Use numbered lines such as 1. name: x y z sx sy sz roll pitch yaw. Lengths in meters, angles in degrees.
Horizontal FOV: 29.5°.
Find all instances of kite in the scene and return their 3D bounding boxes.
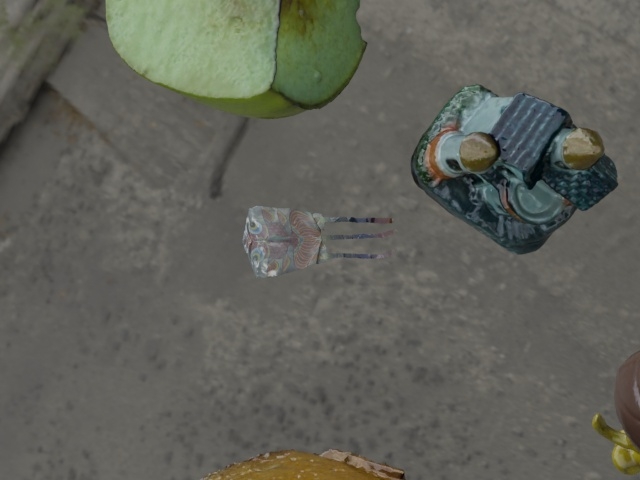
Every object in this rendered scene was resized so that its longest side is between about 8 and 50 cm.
1. kite: 0.000 0.002 1.785 0.229 0.016 0.127 0 60 -3

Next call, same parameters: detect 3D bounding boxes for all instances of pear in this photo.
1. pear: -0.096 -0.250 1.263 0.292 0.159 0.292 -4 80 25

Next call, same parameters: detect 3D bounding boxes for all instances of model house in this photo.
1. model house: 0.298 -0.105 1.718 0.184 0.253 0.291 -54 14 -11

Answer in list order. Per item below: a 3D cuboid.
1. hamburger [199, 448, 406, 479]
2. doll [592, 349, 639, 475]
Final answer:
1. hamburger: 0.006 0.277 0.900 0.304 0.284 0.174 22 122 32
2. doll: 0.231 0.110 0.734 0.096 0.145 0.188 -58 20 -20
